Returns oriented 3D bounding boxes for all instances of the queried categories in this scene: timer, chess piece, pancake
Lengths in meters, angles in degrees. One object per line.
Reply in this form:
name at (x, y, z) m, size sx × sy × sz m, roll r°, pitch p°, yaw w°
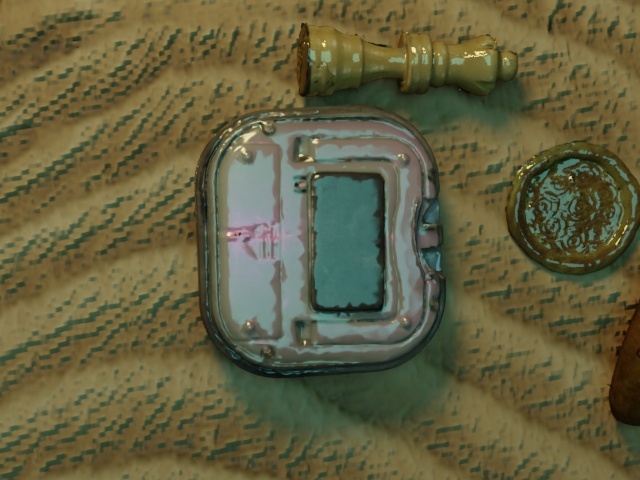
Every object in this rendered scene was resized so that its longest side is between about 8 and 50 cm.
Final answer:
timer at (0.000, 0.000, 1.089) m, size 0.191 × 0.069 × 0.208 m, roll -3°, pitch 88°, yaw -9°
chess piece at (0.070, -0.139, 1.107) m, size 0.172 × 0.060 × 0.060 m, roll 0°, pitch 89°, yaw -9°
pancake at (0.205, -0.027, 1.139) m, size 0.115 × 0.011 × 0.114 m, roll 0°, pitch 88°, yaw -8°

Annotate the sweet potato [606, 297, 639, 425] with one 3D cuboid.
sweet potato at (0.344, 0.005, 1.117) m, size 0.341 × 0.092 × 0.114 m, roll -41°, pitch 118°, yaw -5°
